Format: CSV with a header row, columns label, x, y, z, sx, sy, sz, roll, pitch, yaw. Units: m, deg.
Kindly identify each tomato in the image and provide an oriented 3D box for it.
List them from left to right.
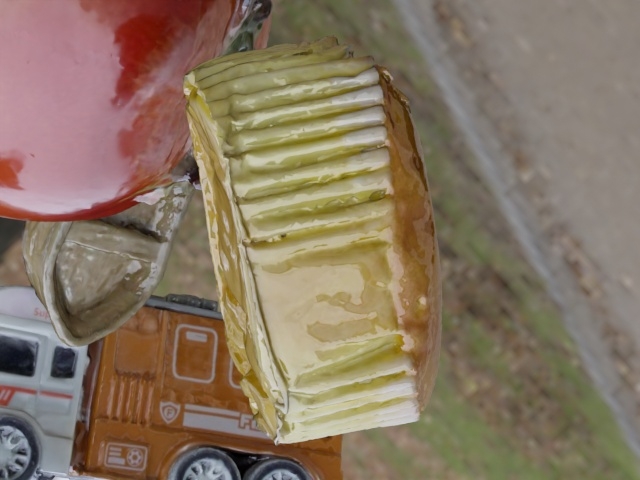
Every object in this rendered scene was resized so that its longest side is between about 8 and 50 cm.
label,x,y,z,sx,sy,sz,roll,pitch,yaw
tomato,-0.190,-0.169,1.423,0.321,0.321,0.321,48,176,5

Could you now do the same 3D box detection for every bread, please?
label,x,y,z,sx,sy,sz,roll,pitch,yaw
bread,0.000,0.000,1.215,0.179,0.133,0.250,-120,18,-71

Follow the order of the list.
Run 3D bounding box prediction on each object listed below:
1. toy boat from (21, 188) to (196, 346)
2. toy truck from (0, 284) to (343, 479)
label,x,y,z,sx,sy,sz,roll,pitch,yaw
toy boat,-0.181,-0.007,1.633,0.116,0.188,0.061,19,-173,-43
toy truck,-0.171,0.144,1.791,0.387,0.207,0.173,12,170,-24
